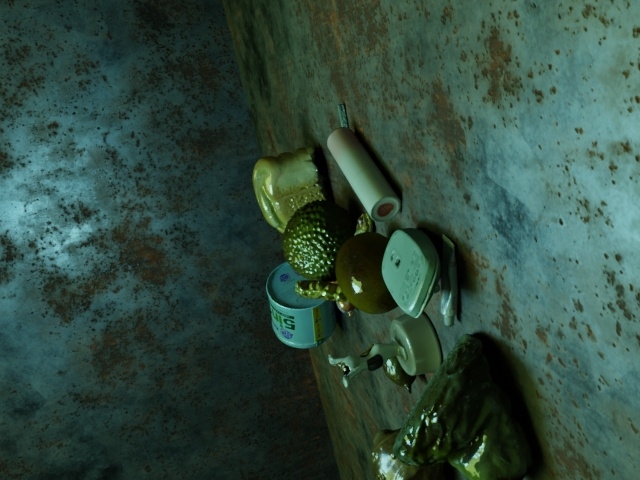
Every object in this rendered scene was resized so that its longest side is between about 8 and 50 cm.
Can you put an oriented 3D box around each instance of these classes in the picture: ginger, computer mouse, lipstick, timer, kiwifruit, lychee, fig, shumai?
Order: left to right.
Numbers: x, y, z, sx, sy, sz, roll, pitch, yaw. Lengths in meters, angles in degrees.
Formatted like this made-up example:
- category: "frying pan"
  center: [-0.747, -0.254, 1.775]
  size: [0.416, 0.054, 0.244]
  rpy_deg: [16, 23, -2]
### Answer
- category: "lychee"
  center: [0.002, 0.005, 2.049]
  size: [0.320, 0.269, 0.270]
  rpy_deg: [-66, -38, -82]
- category: "lipstick"
  center: [0.111, -0.184, 1.712]
  size: [0.087, 0.087, 0.327]
  rpy_deg: [86, 163, -44]
- category: "kiwifruit"
  center: [0.137, 0.080, 1.698]
  size: [0.234, 0.195, 0.196]
  rpy_deg: [-115, 14, -48]
- category: "timer"
  center: [0.163, 0.301, 1.681]
  size: [0.175, 0.265, 0.175]
  rpy_deg: [164, 90, -79]
- category: "fig"
  center: [0.235, 0.373, 1.846]
  size: [0.109, 0.103, 0.155]
  rpy_deg: [55, -168, -40]
- category: "ginger"
  center: [0.261, 0.676, 1.864]
  size: [0.200, 0.222, 0.270]
  rpy_deg: [-129, 28, -54]
- category: "computer mouse"
  center: [0.222, 0.068, 1.455]
  size: [0.288, 0.096, 0.160]
  rpy_deg: [-119, 47, -68]
- category: "shumai"
  center: [0.332, 0.389, 1.340]
  size: [0.263, 0.304, 0.309]
  rpy_deg: [35, 154, 12]

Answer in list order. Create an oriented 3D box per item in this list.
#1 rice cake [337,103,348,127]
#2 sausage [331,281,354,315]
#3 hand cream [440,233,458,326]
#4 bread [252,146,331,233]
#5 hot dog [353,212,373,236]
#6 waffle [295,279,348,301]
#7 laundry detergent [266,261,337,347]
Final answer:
- category: "rice cake"
  center: [0.069, -0.339, 1.862]
  size: [0.022, 0.021, 0.121]
  rpy_deg: [-108, 6, -67]
- category: "sausage"
  center: [0.074, 0.180, 2.411]
  size: [0.071, 0.071, 0.234]
  rpy_deg: [100, 152, -65]
- category: "hand cream"
  center: [0.286, 0.094, 1.422]
  size: [0.052, 0.038, 0.216]
  rpy_deg: [22, 125, 44]
- category: "bread"
  center: [-0.103, -0.178, 2.330]
  size: [0.211, 0.269, 0.316]
  rpy_deg: [-96, -11, -71]
- category: "hot dog"
  center: [0.131, -0.005, 1.922]
  size: [0.078, 0.061, 0.169]
  rpy_deg: [-127, 24, -62]
- category: "waffle"
  center: [0.070, 0.158, 1.888]
  size: [0.281, 0.300, 0.058]
  rpy_deg: [147, 130, -84]
- category: "laundry detergent"
  center: [-0.073, 0.284, 2.708]
  size: [0.287, 0.287, 0.305]
  rpy_deg: [-118, 17, -44]
